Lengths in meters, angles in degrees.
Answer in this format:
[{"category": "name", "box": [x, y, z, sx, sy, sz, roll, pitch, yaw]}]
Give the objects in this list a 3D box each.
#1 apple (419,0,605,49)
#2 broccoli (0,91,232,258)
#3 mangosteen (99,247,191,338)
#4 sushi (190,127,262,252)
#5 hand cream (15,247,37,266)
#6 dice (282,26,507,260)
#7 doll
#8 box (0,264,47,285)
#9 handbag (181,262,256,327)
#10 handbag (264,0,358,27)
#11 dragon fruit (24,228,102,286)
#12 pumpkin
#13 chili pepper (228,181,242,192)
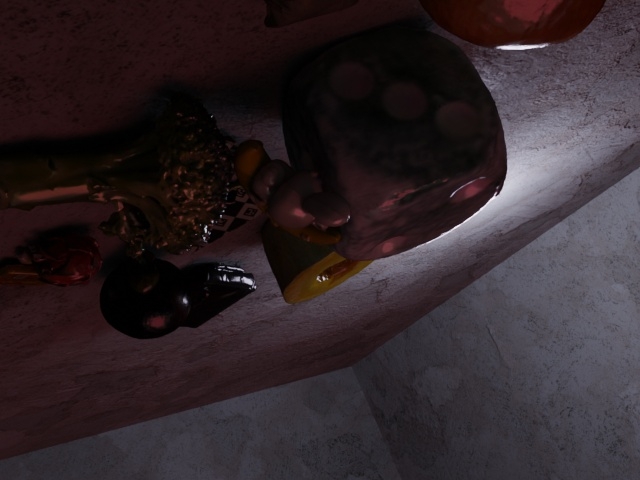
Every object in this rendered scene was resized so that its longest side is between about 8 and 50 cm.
[{"category": "apple", "box": [0.282, -0.423, 1.166, 0.309, 0.277, 0.250, -26, 149, -22]}, {"category": "broccoli", "box": [-0.330, -0.119, 1.406, 0.353, 0.274, 0.397, -47, 135, 12]}, {"category": "mangosteen", "box": [-0.412, 0.120, 1.911, 0.216, 0.216, 0.216, -22, 161, -8]}, {"category": "sushi", "box": [-0.240, -0.108, 1.717, 0.290, 0.050, 0.264, -30, 140, 20]}, {"category": "hand cream", "box": [-0.616, 0.039, 1.702, 0.035, 0.022, 0.102, -19, 166, -12]}, {"category": "dice", "box": [0.137, -0.178, 1.552, 0.348, 0.327, 0.330, -20, 161, -14]}, {"category": "doll", "box": [-0.051, -0.079, 1.426, 0.111, 0.237, 0.252, -44, 171, -15]}, {"category": "box", "box": [-0.631, 0.076, 1.752, 0.089, 0.022, 0.156, -23, 164, 31]}, {"category": "handbag", "box": [-0.340, 0.152, 2.240, 0.275, 0.088, 0.244, -30, 158, 27]}, {"category": "handbag", "box": [-0.029, -0.388, 1.129, 0.183, 0.117, 0.270, -16, 162, 2]}, {"category": "dragon fruit", "box": [-0.522, 0.037, 1.678, 0.142, 0.130, 0.121, -24, -164, -9]}, {"category": "pumpkin", "box": [0.000, 0.000, 2.111, 0.332, 0.199, 0.332, -29, 167, -7]}, {"category": "chili pepper", "box": [-0.175, -0.105, 1.686, 0.083, 0.017, 0.030, -17, 122, 14]}]
